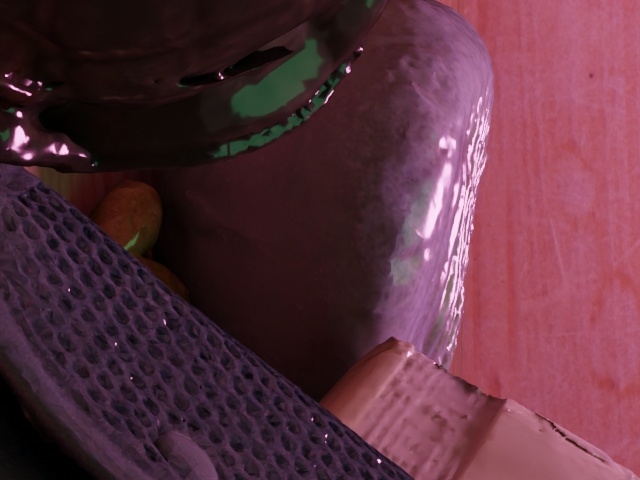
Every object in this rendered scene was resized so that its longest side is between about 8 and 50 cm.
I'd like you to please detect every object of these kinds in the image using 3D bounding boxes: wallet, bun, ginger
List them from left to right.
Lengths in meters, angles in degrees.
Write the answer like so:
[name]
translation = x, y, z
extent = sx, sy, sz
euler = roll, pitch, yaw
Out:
[ginger]
translation = -0.115, 0.056, 0.885
extent = 0.205, 0.081, 0.115
euler = -81, -175, -59
[wallet]
translation = -0.065, 0.100, 0.602
extent = 0.075, 0.342, 0.237
euler = -46, -170, 29
[bun]
translation = 0.000, 0.000, 1.076
extent = 0.362, 0.211, 0.362
euler = 9, 90, -79

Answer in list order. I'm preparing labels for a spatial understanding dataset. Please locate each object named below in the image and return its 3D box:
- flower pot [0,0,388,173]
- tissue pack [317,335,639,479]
[flower pot]
translation = -0.093, -0.164, 0.484
extent = 0.213, 0.301, 0.302
euler = 95, 1, -74
[tissue pack]
translation = -0.010, 0.270, 0.807
extent = 0.380, 0.207, 0.297
euler = -47, 168, -55
